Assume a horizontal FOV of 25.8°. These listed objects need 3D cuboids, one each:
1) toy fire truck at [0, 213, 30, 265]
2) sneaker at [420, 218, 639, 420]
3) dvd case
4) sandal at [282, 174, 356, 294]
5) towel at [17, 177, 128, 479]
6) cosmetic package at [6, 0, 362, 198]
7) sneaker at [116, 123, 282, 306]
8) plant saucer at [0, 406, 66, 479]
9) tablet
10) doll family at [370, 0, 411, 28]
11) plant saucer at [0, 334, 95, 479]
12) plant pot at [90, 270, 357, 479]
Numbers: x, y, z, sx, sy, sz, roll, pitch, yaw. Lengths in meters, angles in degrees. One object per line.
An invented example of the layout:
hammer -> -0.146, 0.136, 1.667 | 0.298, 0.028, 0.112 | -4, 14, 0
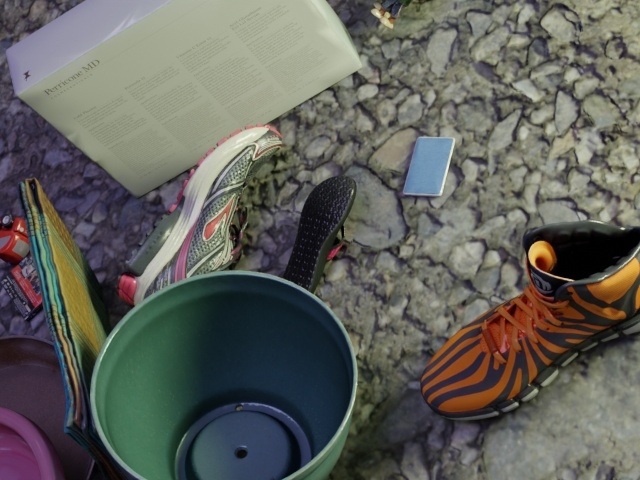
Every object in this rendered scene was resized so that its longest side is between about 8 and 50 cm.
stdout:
toy fire truck -> -0.511, 0.033, 2.031 | 0.192, 0.047, 0.135 | 0, 66, 27
sneaker -> 0.228, 0.072, 1.535 | 0.321, 0.180, 0.124 | -33, 54, 9
dvd case -> -0.392, 0.047, 1.981 | 0.119, 0.013, 0.087 | -44, 54, 2
sandal -> 0.000, 0.000, 1.788 | 0.067, 0.040, 0.179 | 24, 93, 40
towel -> -0.292, 0.135, 1.728 | 0.040, 0.271, 0.370 | -19, 56, -2
cosmetic package -> -0.174, -0.240, 1.846 | 0.377, 0.284, 0.097 | -29, 56, 12
sneaker -> -0.140, -0.022, 1.835 | 0.112, 0.121, 0.299 | 33, 81, 7
plant saucer -> -0.425, 0.369, 1.705 | 0.332, 0.084, 0.332 | -17, 58, 28
tablet -> 0.138, -0.094, 1.777 | 0.054, 0.006, 0.083 | 4, 67, 30
doll family -> 0.097, -0.372, 1.898 | 0.111, 0.076, 0.193 | -52, 56, 20
plant saucer -> -0.416, 0.278, 1.844 | 0.311, 0.050, 0.310 | -10, 63, 21
plant pot -> -0.099, 0.210, 1.600 | 0.293, 0.196, 0.293 | -2, 52, 3
